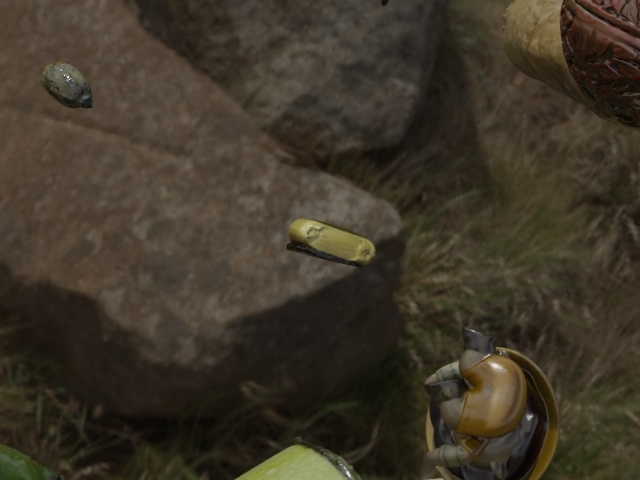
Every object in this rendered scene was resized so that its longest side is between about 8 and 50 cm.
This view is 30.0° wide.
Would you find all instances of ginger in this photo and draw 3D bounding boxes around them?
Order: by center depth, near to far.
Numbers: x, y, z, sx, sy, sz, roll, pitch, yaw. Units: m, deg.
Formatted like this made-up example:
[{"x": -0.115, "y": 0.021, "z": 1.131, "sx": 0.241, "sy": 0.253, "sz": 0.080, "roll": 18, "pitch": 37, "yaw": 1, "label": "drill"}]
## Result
[{"x": 0.313, "y": -0.181, "z": 1.212, "sx": 0.190, "sy": 0.126, "sz": 0.354, "roll": -16, "pitch": 30, "yaw": -29, "label": "ginger"}]

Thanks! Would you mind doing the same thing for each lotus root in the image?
[{"x": -0.360, "y": -0.220, "z": 1.701, "sx": 0.099, "sy": 0.049, "sz": 0.054, "roll": 38, "pitch": 74, "yaw": 27, "label": "lotus root"}]

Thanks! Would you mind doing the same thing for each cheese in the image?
[{"x": 0.000, "y": 0.001, "z": 1.236, "sx": 0.086, "sy": 0.162, "sz": 0.036, "roll": 16, "pitch": 88, "yaw": -13, "label": "cheese"}]

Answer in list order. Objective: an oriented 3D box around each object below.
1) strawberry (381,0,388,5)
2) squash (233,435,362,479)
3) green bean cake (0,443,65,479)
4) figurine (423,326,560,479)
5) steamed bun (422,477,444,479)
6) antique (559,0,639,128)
[{"x": 0.052, "y": -0.336, "z": 1.120, "sx": 0.087, "sy": 0.208, "sz": 0.167, "roll": 47, "pitch": 22, "yaw": 30, "label": "strawberry"}, {"x": -0.011, "y": 0.293, "z": 1.034, "sx": 0.133, "sy": 0.220, "sz": 0.220, "roll": -32, "pitch": 65, "yaw": -22, "label": "squash"}, {"x": -0.516, "y": 0.420, "z": 1.558, "sx": 0.218, "sy": 0.335, "sz": 0.319, "roll": 35, "pitch": 60, "yaw": -33, "label": "green bean cake"}, {"x": 0.206, "y": 0.216, "z": 1.446, "sx": 0.167, "sy": 0.257, "sz": 0.192, "roll": 11, "pitch": 75, "yaw": 11, "label": "figurine"}, {"x": 0.186, "y": 0.504, "z": 1.919, "sx": 0.289, "sy": 0.276, "sz": 0.203, "roll": 19, "pitch": 8, "yaw": -33, "label": "steamed bun"}, {"x": 0.162, "y": -0.100, "z": 0.567, "sx": 0.104, "sy": 0.104, "sz": 0.104, "roll": 13, "pitch": 44, "yaw": -13, "label": "antique"}]
